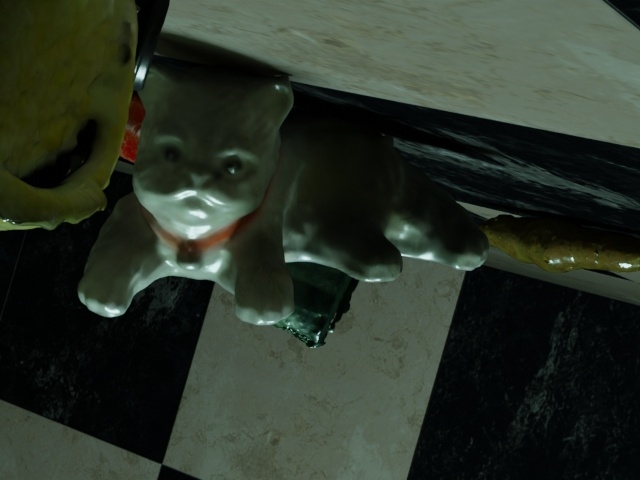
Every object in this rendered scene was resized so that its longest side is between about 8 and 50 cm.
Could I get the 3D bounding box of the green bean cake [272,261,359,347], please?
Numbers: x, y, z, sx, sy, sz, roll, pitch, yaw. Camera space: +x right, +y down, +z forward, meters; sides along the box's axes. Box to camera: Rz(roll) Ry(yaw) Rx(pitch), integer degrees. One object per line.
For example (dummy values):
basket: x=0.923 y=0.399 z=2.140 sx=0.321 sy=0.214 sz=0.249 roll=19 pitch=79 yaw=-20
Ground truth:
green bean cake: x=0.000 y=0.000 z=1.501 sx=0.107 sy=0.208 sz=0.193 roll=19 pitch=177 yaw=5

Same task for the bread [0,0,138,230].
bread: x=-0.203 y=-0.091 z=0.808 sx=0.171 sy=0.197 sz=0.197 roll=7 pitch=174 yaw=32

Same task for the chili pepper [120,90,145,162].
chili pepper: x=-0.142 y=-0.102 z=1.577 sx=0.192 sy=0.084 sz=0.086 roll=20 pitch=-163 yaw=21

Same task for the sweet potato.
sweet potato: x=0.263 y=0.006 z=1.633 sx=0.067 sy=0.067 sz=0.274 roll=18 pitch=176 yaw=-40

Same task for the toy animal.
toy animal: x=-0.014 y=-0.057 z=1.211 sx=0.308 sy=0.188 sz=0.266 roll=5 pitch=-162 yaw=6

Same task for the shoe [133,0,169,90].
shoe: x=-0.129 y=-0.129 z=0.950 sx=0.053 sy=0.062 sz=0.159 roll=19 pitch=-178 yaw=-10
